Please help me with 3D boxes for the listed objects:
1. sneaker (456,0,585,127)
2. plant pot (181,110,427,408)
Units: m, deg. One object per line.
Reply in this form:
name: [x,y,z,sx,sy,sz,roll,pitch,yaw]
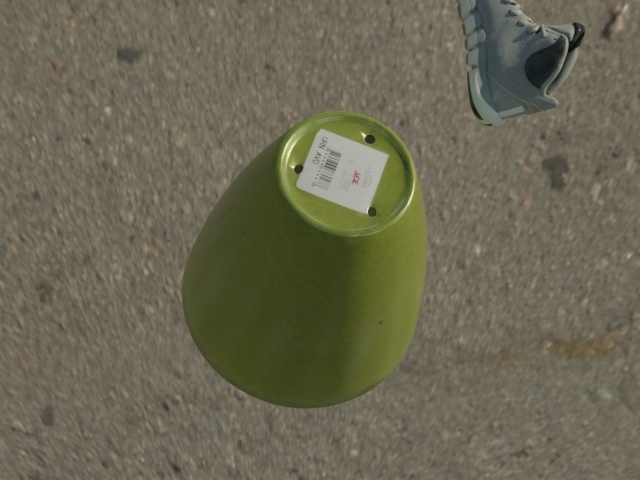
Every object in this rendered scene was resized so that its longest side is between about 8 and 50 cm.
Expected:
sneaker: [0.223,-0.246,1.344,0.132,0.086,0.229,-9,89,24]
plant pot: [0.000,0.000,1.272,0.274,0.293,0.275,4,64,-8]
